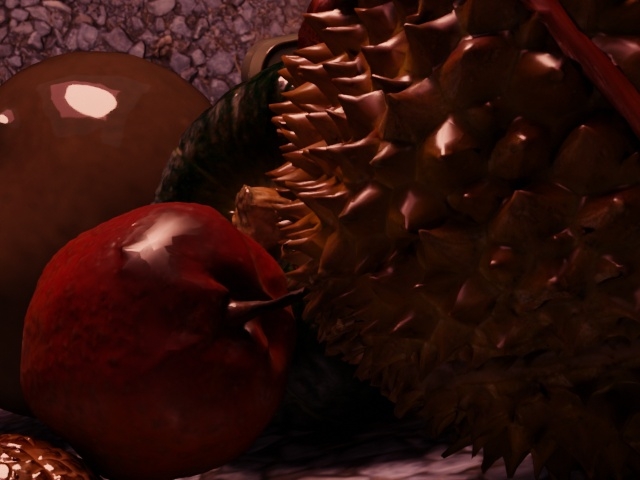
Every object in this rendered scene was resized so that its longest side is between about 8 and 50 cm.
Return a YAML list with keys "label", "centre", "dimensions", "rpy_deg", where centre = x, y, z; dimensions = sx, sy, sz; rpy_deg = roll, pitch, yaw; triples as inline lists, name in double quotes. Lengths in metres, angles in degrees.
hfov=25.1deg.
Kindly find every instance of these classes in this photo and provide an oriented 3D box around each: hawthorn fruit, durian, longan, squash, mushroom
- label: "hawthorn fruit"
  centre: [-0.076, 0.052, 0.799]
  dimensions: [0.157, 0.157, 0.194]
  rpy_deg: [-19, -4, -46]
- label: "durian"
  centre: [0.146, -0.041, 0.707]
  dimensions: [0.347, 0.348, 0.384]
  rpy_deg: [-5, 13, 41]
- label: "longan"
  centre: [-0.189, -0.005, 1.121]
  dimensions: [0.300, 0.300, 0.243]
  rpy_deg: [-17, 16, -38]
- label: "squash"
  centre: [0.000, 0.000, 0.957]
  dimensions: [0.252, 0.252, 0.165]
  rpy_deg: [-6, -11, 34]
- label: "mushroom"
  centre: [-0.162, 0.143, 0.761]
  dimensions: [0.109, 0.085, 0.126]
  rpy_deg: [-16, -8, -4]

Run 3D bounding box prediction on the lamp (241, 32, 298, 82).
- label: "lamp"
  centre: [0.057, -0.064, 1.284]
  dimensions: [0.266, 0.269, 0.047]
  rpy_deg: [-17, 17, -36]
